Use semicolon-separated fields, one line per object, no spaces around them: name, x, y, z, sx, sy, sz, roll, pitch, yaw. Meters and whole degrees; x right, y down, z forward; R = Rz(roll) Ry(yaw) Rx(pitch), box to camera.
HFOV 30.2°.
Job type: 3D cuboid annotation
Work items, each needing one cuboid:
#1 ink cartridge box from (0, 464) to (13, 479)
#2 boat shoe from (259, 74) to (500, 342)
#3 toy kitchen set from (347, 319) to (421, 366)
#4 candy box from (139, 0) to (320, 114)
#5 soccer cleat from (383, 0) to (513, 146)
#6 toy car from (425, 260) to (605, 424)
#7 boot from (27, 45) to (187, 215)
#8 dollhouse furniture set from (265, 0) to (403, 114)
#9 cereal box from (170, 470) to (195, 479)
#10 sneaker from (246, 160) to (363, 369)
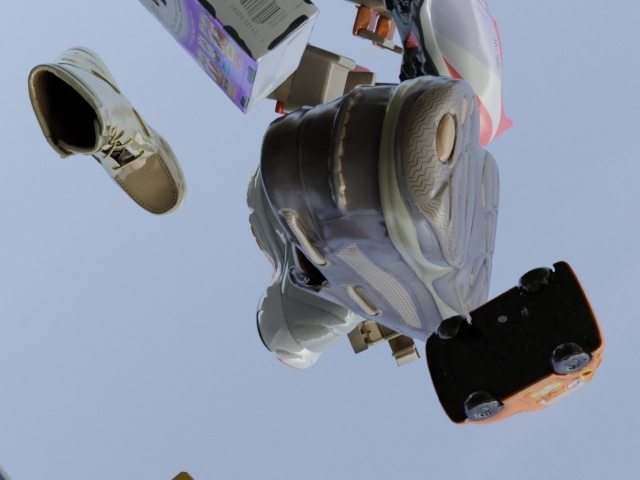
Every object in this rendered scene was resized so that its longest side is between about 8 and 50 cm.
ink cartridge box;-0.364;0.095;0.804;0.151;0.270;0.395;-35;-102;-22
boat shoe;0.046;-0.014;0.795;0.130;0.355;0.132;6;-110;14
toy kitchen set;0.084;0.116;1.394;0.083;0.075;0.068;-24;-95;9
candy box;-0.099;-0.214;0.978;0.070;0.165;0.196;-42;-91;-11
soccer cleat;0.141;-0.254;1.318;0.116;0.318;0.108;-18;-166;-30
toy car;0.084;0.059;0.352;0.060;0.040;0.122;-47;-130;11
boot;-0.223;-0.102;1.251;0.077;0.213;0.165;-32;-168;7
dollhouse furniture set;0.011;-0.212;1.632;0.135;0.259;0.262;16;-85;24
cereal box;-0.132;0.305;0.839;0.240;0.047;0.173;-38;-107;-21
sneaker;0.000;0.000;1.230;0.121;0.099;0.262;-31;-130;30
